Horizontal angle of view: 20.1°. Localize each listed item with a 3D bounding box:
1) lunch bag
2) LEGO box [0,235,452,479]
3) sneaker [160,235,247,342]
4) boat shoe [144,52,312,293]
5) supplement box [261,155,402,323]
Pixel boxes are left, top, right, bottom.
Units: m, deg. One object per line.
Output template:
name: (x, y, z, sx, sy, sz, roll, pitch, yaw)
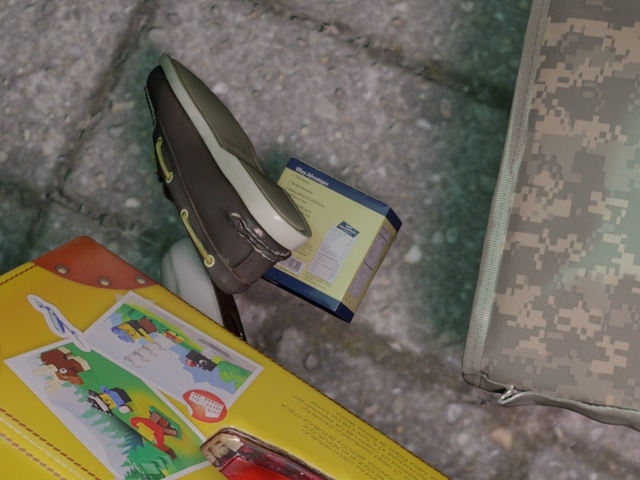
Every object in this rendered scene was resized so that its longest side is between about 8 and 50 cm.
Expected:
lunch bag: (0.230, -0.010, 1.170, 0.235, 0.169, 0.287, 11, 76, 13)
LEGO box: (-0.048, 0.297, 1.059, 0.500, 0.193, 0.372, 32, 122, 16)
sneaker: (-0.101, 0.142, 1.233, 0.123, 0.106, 0.290, -10, 78, 6)
boat shoe: (-0.083, -0.051, 1.252, 0.068, 0.081, 0.228, -45, 41, 10)
supplement box: (0.000, 0.000, 1.269, 0.083, 0.056, 0.083, 27, 85, 15)
